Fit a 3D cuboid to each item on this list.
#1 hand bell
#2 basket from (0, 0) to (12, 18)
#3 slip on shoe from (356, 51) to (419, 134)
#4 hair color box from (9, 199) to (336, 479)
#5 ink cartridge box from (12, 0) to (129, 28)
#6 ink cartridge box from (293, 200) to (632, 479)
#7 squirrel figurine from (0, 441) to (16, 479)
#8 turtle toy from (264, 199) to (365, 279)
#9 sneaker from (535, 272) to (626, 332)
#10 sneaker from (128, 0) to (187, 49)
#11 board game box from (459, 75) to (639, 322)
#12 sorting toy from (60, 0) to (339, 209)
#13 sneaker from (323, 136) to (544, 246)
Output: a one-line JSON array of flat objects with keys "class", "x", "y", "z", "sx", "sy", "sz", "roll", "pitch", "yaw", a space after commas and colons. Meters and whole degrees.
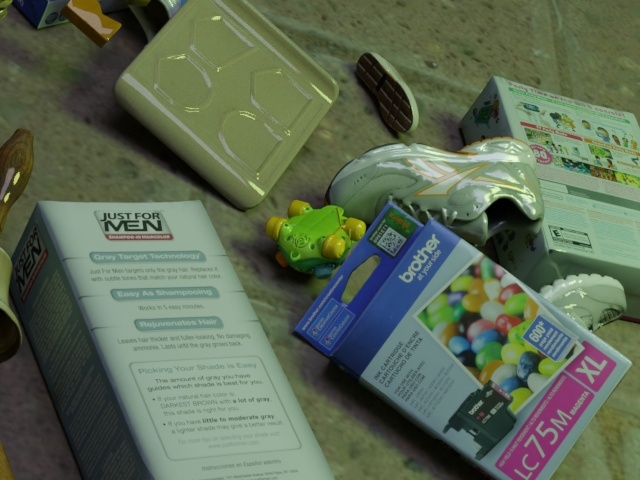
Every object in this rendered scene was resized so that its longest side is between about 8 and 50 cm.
[{"class": "hand bell", "x": -0.311, "y": -0.014, "z": 1.667, "sx": 0.126, "sy": 0.126, "sz": 0.242, "roll": 22, "pitch": 51, "yaw": -12}, {"class": "basket", "x": -0.483, "y": -0.273, "z": 1.788, "sx": 0.299, "sy": 0.223, "sz": 0.213, "roll": 47, "pitch": 37, "yaw": 17}, {"class": "slip on shoe", "x": 0.093, "y": -0.186, "z": 2.232, "sx": 0.041, "sy": 0.051, "sz": 0.135, "roll": 8, "pitch": 36, "yaw": -44}, {"class": "hair color box", "x": -0.146, "y": 0.133, "z": 1.667, "sx": 0.185, "sy": 0.114, "sz": 0.374, "roll": -1, "pitch": 49, "yaw": -35}, {"class": "ink cartridge box", "x": -0.285, "y": -0.318, "z": 2.119, "sx": 0.207, "sy": 0.046, "sz": 0.097, "roll": -22, "pitch": 62, "yaw": -46}, {"class": "ink cartridge box", "x": 0.146, "y": 0.112, "z": 1.843, "sx": 0.311, "sy": 0.065, "sz": 0.186, "roll": 36, "pitch": 83, "yaw": 8}, {"class": "squirrel figurine", "x": -0.260, "y": 0.250, "z": 1.251, "sx": 0.397, "sy": 0.370, "sz": 0.281, "roll": 2, "pitch": 46, "yaw": -33}, {"class": "turtle toy", "x": 0.000, "y": 0.000, "z": 1.946, "sx": 0.095, "sy": 0.066, "sz": 0.130, "roll": 19, "pitch": 31, "yaw": 23}, {"class": "sneaker", "x": 0.245, "y": 0.123, "z": 1.971, "sx": 0.281, "sy": 0.105, "sz": 0.115, "roll": -20, "pitch": 72, "yaw": -35}, {"class": "sneaker", "x": -0.186, "y": -0.324, "z": 2.097, "sx": 0.092, "sy": 0.087, "sz": 0.229, "roll": -12, "pitch": 86, "yaw": -40}, {"class": "board game box", "x": 0.318, "y": -0.051, "z": 2.194, "sx": 0.224, "sy": 0.097, "sz": 0.303, "roll": 13, "pitch": 43, "yaw": -24}, {"class": "sorting toy", "x": -0.143, "y": -0.200, "z": 2.025, "sx": 0.307, "sy": 0.041, "sz": 0.229, "roll": 41, "pitch": 51, "yaw": -8}, {"class": "sneaker", "x": 0.137, "y": -0.044, "z": 2.024, "sx": 0.262, "sy": 0.099, "sz": 0.121, "roll": -9, "pitch": 54, "yaw": -11}]
